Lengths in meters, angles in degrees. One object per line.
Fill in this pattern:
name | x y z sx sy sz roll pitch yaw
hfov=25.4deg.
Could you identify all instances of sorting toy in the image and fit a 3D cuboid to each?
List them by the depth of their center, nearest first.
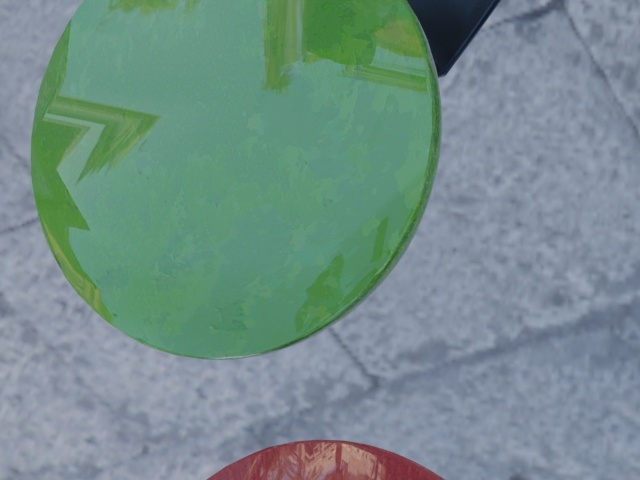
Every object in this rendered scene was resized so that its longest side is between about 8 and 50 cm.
sorting toy | 0.000 0.000 0.443 0.127 0.365 0.126 -17 166 21

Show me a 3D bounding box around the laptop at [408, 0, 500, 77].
laptop | 0.122 -0.279 0.971 0.234 0.264 0.136 52 160 25
